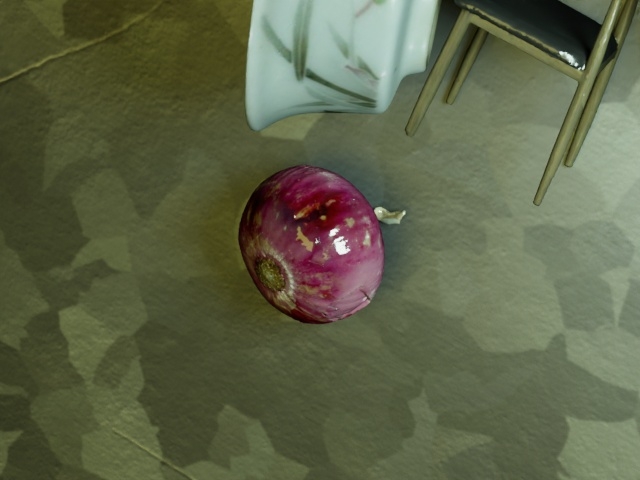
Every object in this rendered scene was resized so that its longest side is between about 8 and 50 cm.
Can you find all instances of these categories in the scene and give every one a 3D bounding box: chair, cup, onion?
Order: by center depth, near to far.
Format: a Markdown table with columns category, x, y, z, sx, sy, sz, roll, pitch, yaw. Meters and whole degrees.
| category | x | y | z | sx | sy | sz | roll | pitch | yaw |
| --- | --- | --- | --- | --- | --- | --- | --- | --- | --- |
| cup | 0.041 | -0.263 | 1.561 | 0.163 | 0.347 | 0.347 | 12 | 107 | 5 |
| chair | 0.222 | -0.206 | 1.582 | 0.166 | 0.188 | 0.272 | 30 | 114 | 10 |
| onion | -0.008 | 0.004 | 1.732 | 0.177 | 0.153 | 0.177 | 11 | 123 | 18 |
